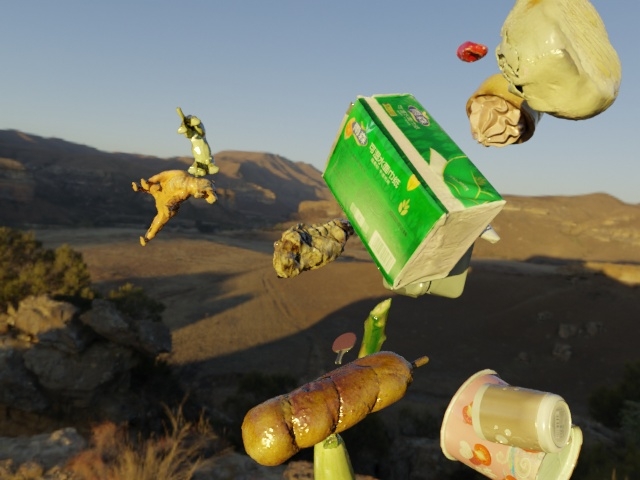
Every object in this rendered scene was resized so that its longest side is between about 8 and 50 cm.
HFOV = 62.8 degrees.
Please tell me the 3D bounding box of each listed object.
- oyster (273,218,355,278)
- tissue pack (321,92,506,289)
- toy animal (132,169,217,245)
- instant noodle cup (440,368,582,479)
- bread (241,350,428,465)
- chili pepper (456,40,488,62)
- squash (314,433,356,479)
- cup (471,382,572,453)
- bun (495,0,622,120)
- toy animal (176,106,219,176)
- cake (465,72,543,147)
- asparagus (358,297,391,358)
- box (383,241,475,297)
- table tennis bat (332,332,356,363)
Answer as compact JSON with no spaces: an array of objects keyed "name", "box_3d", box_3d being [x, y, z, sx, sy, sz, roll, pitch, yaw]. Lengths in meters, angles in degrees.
[{"name":"oyster","box_3d":[0.000,0.003,1.353,0.079,0.128,0.345,-1,15,40]},{"name":"tissue pack","box_3d":[0.128,-0.070,0.684,0.156,0.148,0.209,-10,54,-28]},{"name":"toy animal","box_3d":[-0.331,-0.077,1.122,0.116,0.114,0.255,-23,-5,-41]},{"name":"instant noodle cup","box_3d":[0.442,0.458,1.209,0.243,0.242,0.231,1,14,-39]},{"name":"bread","box_3d":[0.035,0.238,0.813,0.344,0.083,0.124,-17,3,-30]},{"name":"chili pepper","box_3d":[0.394,-0.493,1.373,0.059,0.050,0.191,29,13,-12]},{"name":"squash","box_3d":[0.026,0.457,1.092,0.095,0.224,0.094,-3,37,3]},{"name":"cup","box_3d":[0.259,0.234,0.662,0.099,0.102,0.074,-7,27,49]},{"name":"bun","box_3d":[0.385,-0.299,0.867,0.239,0.238,0.141,2,-22,-34]},{"name":"toy animal","box_3d":[-0.303,-0.237,1.274,0.073,0.181,0.136,-19,17,-4]},{"name":"cake","box_3d":[0.483,-0.320,1.394,0.208,0.178,0.185,31,-14,-18]},{"name":"asparagus","box_3d":[0.184,0.332,1.811,0.085,0.342,0.082,5,35,-4]},{"name":"box","box_3d":[0.183,0.014,0.852,0.093,0.172,0.124,18,-5,-21]},{"name":"table tennis bat","box_3d":[0.043,0.207,1.010,0.050,0.007,0.083,-16,25,26]}]
